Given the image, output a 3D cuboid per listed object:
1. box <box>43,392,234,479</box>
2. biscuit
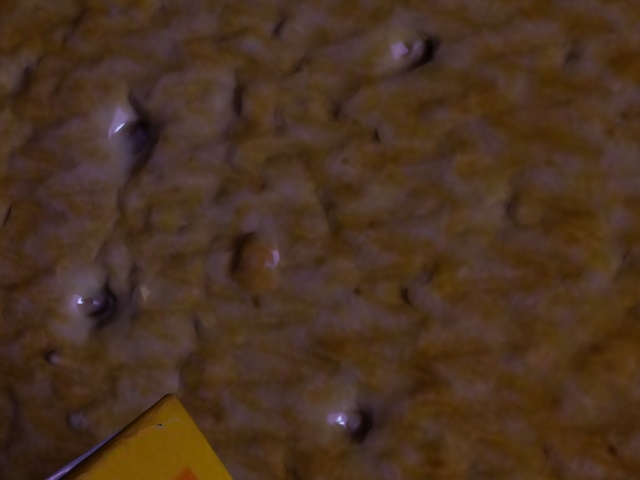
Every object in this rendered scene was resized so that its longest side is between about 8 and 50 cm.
[{"bbox_3d":[-0.114,0.217,0.350,0.259,0.283,0.214,-35,91,26],"label":"box"},{"bbox_3d":[0.000,0.000,0.489,0.305,0.038,0.305,-6,76,26],"label":"biscuit"}]
